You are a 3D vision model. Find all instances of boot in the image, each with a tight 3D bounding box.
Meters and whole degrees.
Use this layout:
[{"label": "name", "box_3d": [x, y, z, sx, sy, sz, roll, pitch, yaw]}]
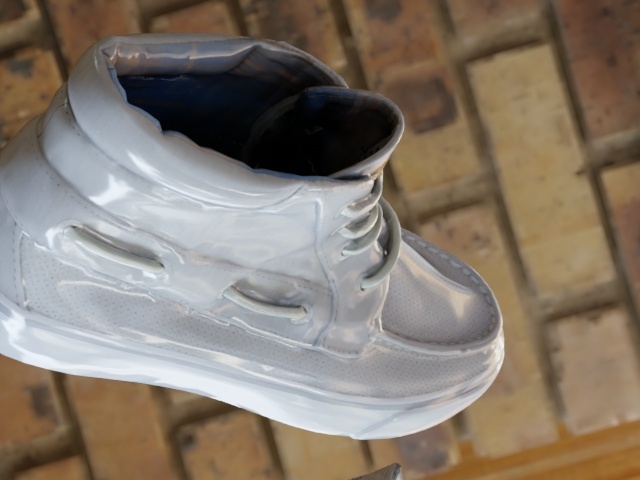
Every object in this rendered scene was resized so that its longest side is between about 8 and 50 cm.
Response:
[{"label": "boot", "box_3d": [0.000, 0.000, 0.586, 0.258, 0.123, 0.095, 10, -131, -39]}]

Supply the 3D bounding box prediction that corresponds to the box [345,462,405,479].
[{"label": "box", "box_3d": [-0.005, 0.337, 1.102, 0.058, 0.232, 0.322, -53, -56, -76]}]
